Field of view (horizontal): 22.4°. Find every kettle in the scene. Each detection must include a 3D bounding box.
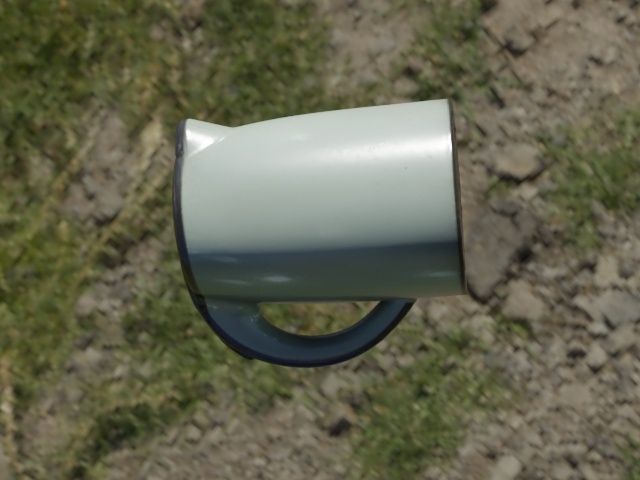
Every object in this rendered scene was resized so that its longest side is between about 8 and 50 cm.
[{"bbox_3d":[0.000,0.000,1.334,0.237,0.221,0.161,-4,19,5],"label":"kettle"}]
